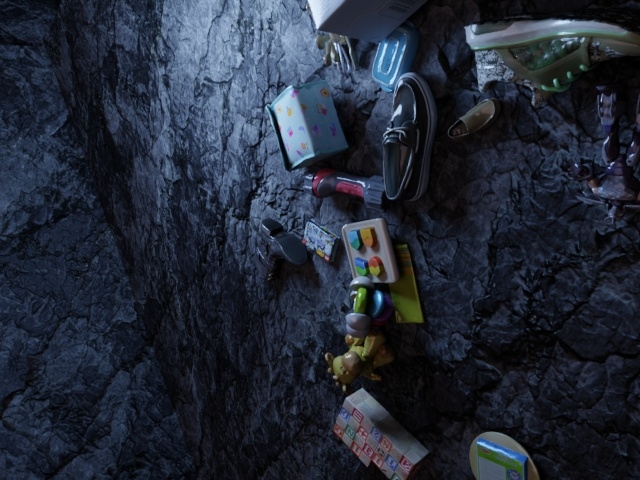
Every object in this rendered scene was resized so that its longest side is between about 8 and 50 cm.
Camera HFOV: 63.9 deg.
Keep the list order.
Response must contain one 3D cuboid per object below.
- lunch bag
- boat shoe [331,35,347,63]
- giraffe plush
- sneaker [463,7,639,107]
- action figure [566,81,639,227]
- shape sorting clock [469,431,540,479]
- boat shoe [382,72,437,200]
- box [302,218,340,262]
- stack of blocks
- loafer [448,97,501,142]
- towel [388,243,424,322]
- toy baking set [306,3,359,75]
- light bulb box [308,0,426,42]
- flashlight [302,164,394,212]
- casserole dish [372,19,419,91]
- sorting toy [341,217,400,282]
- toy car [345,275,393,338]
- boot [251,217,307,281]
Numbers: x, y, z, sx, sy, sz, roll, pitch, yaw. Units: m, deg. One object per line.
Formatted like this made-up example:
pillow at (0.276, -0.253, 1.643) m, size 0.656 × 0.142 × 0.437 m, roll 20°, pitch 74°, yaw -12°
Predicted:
lunch bag at (-0.063, -0.341, 1.587) m, size 0.262 × 0.160 × 0.223 m, roll -11°, pitch 98°, yaw 59°
boat shoe at (0.060, -0.572, 1.468) m, size 0.045 × 0.050 × 0.135 m, roll 34°, pitch 128°, yaw 21°
giraffe plush at (0.107, 0.379, 1.617) m, size 0.181 × 0.170 × 0.210 m, roll 36°, pitch 126°, yaw 33°
sneaker at (0.485, -0.362, 1.037) m, size 0.410 × 0.158 × 0.182 m, roll 23°, pitch 131°, yaw 46°
action figure at (0.587, -0.161, 1.004) m, size 0.185 × 0.099 × 0.285 m, roll 10°, pitch 113°, yaw 37°
shape sorting clock at (0.494, 0.617, 1.381) m, size 0.206 × 0.040 × 0.206 m, roll 19°, pitch 116°, yaw 46°
boat shoe at (0.224, -0.262, 1.333) m, size 0.121 × 0.119 × 0.335 m, roll 9°, pitch 109°, yaw 45°
box at (0.000, 0.000, 1.718) m, size 0.137 × 0.027 × 0.094 m, roll 36°, pitch 127°, yaw 34°
stack of blocks at (0.190, 0.654, 1.677) m, size 0.297 × 0.087 × 0.171 m, roll 38°, pitch 127°, yaw 32°
loafer at (0.366, -0.283, 1.228) m, size 0.148 × 0.050 × 0.056 m, roll -43°, pitch 71°, yaw 44°
towel at (0.240, 0.129, 1.511) m, size 0.102 × 0.021 × 0.237 m, roll -8°, pitch 96°, yaw 48°
toy baking set at (0.030, -0.546, 1.359) m, size 0.030 × 0.256 × 0.197 m, roll -5°, pitch 93°, yaw 29°
light bulb box at (0.125, -0.731, 1.190) m, size 0.358 × 0.225 × 0.361 m, roll -27°, pitch 75°, yaw 47°
flashlight at (0.082, -0.152, 1.534) m, size 0.304 × 0.103 × 0.103 m, roll 22°, pitch 144°, yaw 39°
casserole dish at (0.192, -0.487, 1.359) m, size 0.114 × 0.037 × 0.188 m, roll 39°, pitch 128°, yaw 32°
sorting toy at (0.142, 0.037, 1.550) m, size 0.208 × 0.038 × 0.193 m, roll -9°, pitch 95°, yaw 58°
toy car at (0.150, 0.206, 1.542) m, size 0.136 × 0.159 × 0.182 m, roll 6°, pitch 152°, yaw 7°
boot at (-0.156, 0.068, 1.875) m, size 0.263 × 0.091 × 0.229 m, roll 46°, pitch 137°, yaw 32°
